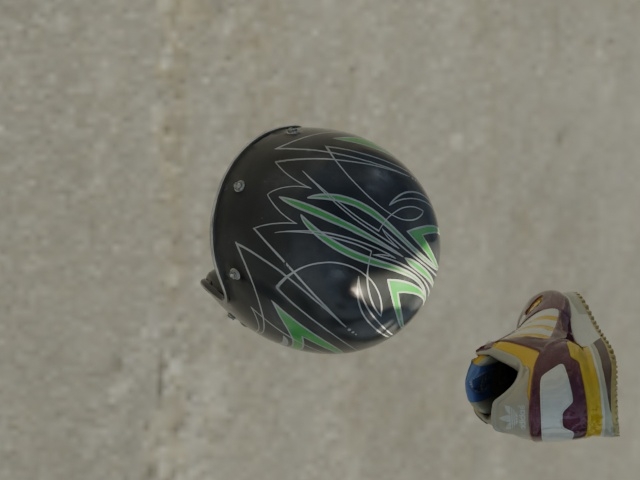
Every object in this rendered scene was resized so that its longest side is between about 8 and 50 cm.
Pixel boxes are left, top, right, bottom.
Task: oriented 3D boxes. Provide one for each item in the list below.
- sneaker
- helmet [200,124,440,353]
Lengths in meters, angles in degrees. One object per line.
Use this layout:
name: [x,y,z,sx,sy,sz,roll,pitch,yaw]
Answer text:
sneaker: [0.126,0.074,1.163,0.185,0.084,0.069,-115,-158,-79]
helmet: [0.000,0.000,1.311,0.161,0.169,0.169,155,-61,-73]
